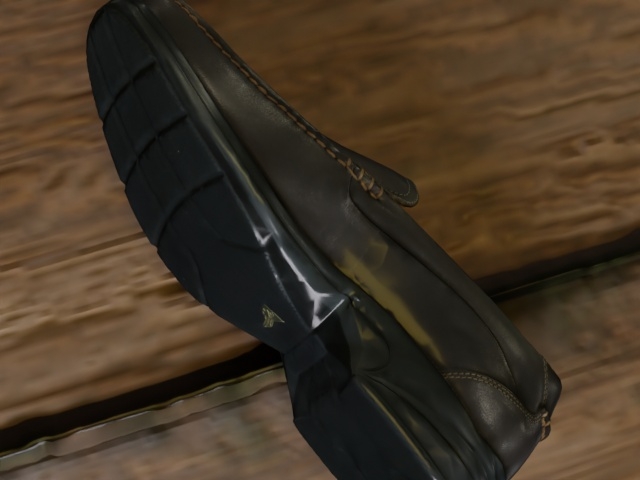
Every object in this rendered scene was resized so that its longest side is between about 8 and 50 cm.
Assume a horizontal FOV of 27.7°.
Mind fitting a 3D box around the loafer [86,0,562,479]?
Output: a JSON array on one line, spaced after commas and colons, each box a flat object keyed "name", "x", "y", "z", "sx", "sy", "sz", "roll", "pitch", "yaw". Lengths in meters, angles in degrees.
[{"name": "loafer", "x": 0.000, "y": 0.000, "z": 0.359, "sx": 0.061, "sy": 0.062, "sz": 0.170, "roll": -37, "pitch": 94, "yaw": -31}]
